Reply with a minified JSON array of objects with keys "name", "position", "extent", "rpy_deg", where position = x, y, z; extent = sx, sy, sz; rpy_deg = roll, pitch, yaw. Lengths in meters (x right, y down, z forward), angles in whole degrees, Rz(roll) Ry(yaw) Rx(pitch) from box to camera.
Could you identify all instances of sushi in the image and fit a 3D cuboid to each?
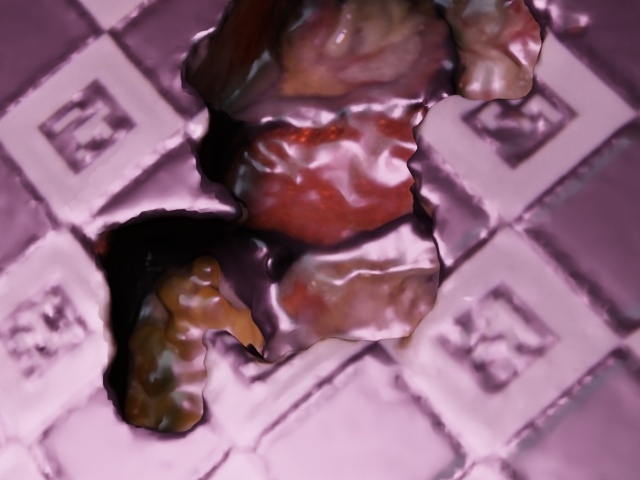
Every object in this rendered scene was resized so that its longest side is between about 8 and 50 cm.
[{"name":"sushi","position":[0.000,0.000,0.583],"extent":[0.294,0.059,0.292],"rpy_deg":[-16,62,10]}]
